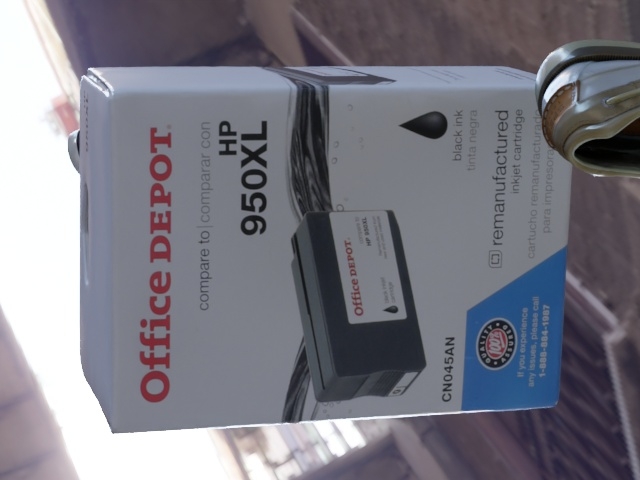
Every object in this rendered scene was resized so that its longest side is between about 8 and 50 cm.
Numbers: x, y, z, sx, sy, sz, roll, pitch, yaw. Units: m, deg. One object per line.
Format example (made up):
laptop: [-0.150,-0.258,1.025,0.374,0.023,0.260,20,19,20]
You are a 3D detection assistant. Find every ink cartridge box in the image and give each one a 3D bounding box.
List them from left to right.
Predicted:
ink cartridge box: [0.000,0.000,1.315,0.395,0.166,0.285,-2,-78,-15]

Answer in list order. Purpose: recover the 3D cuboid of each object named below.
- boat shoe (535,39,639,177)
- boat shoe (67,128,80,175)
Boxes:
boat shoe: [0.313,-0.085,1.131,0.302,0.103,0.113,-3,-52,2]
boat shoe: [-0.148,-0.066,1.468,0.065,0.075,0.206,-25,-29,29]
